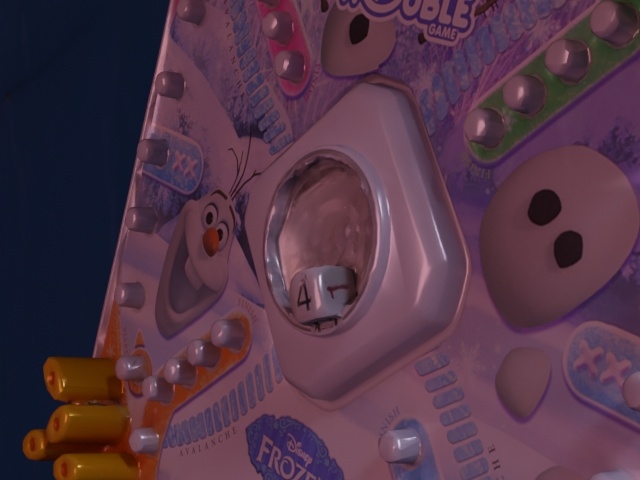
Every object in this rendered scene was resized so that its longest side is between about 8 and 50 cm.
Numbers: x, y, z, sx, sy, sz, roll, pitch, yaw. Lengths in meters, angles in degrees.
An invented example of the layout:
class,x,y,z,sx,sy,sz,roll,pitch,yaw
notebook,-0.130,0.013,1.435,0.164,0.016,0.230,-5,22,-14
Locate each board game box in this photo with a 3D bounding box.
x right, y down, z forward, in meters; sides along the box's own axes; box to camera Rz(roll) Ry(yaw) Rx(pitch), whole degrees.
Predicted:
class,x,y,z,sx,sy,sz,roll,pitch,yaw
board game box,0.000,0.000,0.532,0.390,0.050,0.389,26,106,50
